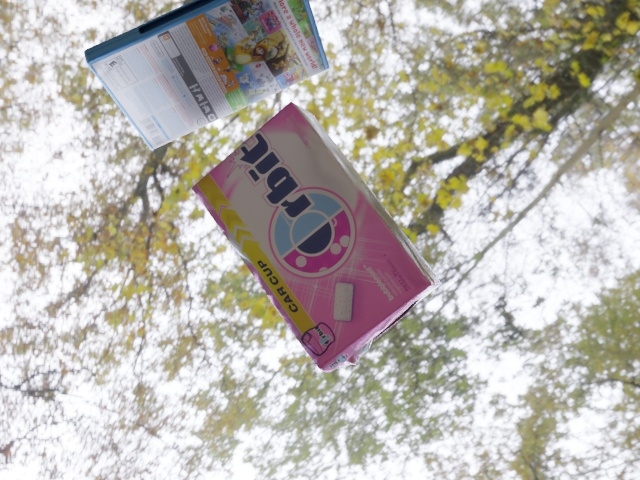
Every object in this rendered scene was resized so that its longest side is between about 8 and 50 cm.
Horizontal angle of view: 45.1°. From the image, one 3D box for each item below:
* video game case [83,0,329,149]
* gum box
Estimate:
[{"bbox_3d":[-0.082,-0.140,0.601,0.166,0.119,0.015,-24,-119,1],"label":"video game case"},{"bbox_3d":[0.000,0.000,0.608,0.188,0.107,0.062,54,-167,12],"label":"gum box"}]
